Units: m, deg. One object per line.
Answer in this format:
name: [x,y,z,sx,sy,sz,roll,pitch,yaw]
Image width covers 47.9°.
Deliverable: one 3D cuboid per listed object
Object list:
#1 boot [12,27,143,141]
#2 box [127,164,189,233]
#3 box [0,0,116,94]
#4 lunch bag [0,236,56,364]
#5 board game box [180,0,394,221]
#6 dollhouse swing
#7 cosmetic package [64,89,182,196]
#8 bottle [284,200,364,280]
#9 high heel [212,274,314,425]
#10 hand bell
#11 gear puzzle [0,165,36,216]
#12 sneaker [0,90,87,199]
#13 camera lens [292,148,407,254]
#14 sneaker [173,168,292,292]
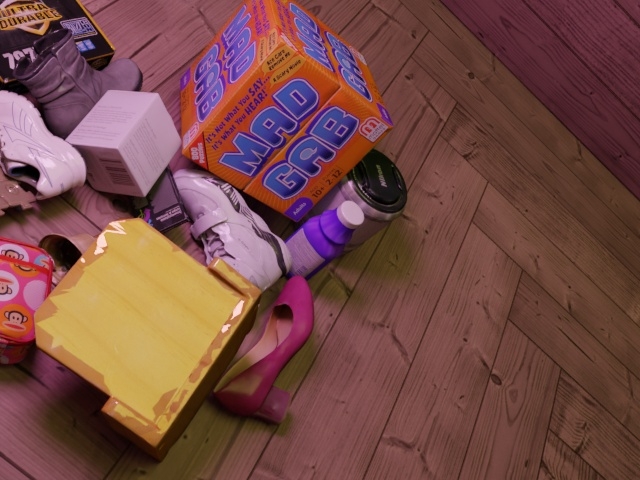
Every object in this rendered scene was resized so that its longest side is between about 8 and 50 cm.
boot: [-0.537,-0.388,1.646,0.338,0.118,0.223,-69,153,-44]
box: [-0.383,-0.094,1.669,0.029,0.116,0.162,50,16,-72]
box: [-0.690,-0.491,1.704,0.257,0.079,0.322,54,44,2]
lunch bag: [-0.654,0.078,1.335,0.293,0.120,0.258,18,48,-28]
board game box: [-0.098,-0.343,1.781,0.356,0.356,0.356,30,29,-32]
dollhouse swing: [-0.337,0.184,1.396,0.304,0.315,0.347,31,64,4]
cosmetic package: [-0.436,-0.220,1.616,0.151,0.151,0.184,72,35,-45]
bottle: [0.000,0.000,1.782,0.092,0.283,0.118,-31,82,-46]
high heel: [-0.124,0.219,1.643,0.181,0.127,0.378,33,49,-32]
hand bell: [-0.475,0.001,1.551,0.126,0.126,0.242,49,32,-2]
gear puzzle: [-0.713,-0.089,1.377,0.175,0.044,0.339,45,23,6]
sneaker: [-0.632,-0.205,1.516,0.297,0.111,0.129,40,46,8]
camera lens: [0.078,-0.102,1.917,0.219,0.274,0.220,20,52,-28]
sneaker: [-0.239,0.002,1.692,0.366,0.137,0.210,44,42,-12]
